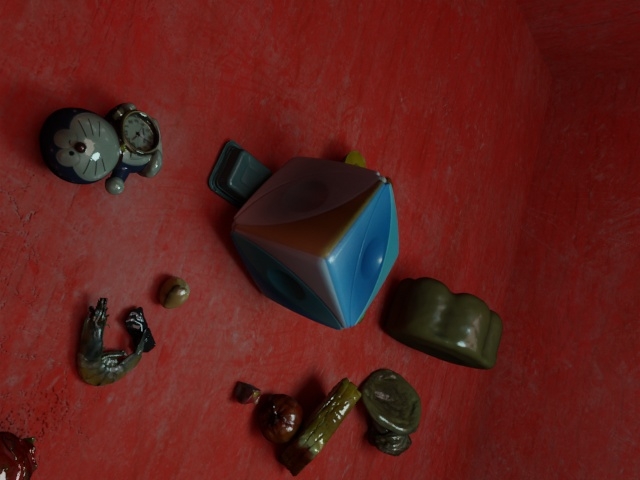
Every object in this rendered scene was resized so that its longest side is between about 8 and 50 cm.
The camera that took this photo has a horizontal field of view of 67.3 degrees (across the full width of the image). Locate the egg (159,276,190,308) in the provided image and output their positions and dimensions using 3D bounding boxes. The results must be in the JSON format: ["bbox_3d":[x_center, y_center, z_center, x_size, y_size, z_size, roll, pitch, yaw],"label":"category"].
[{"bbox_3d":[-0.375,0.136,1.230,0.083,0.071,0.071,-51,131,-12],"label":"egg"}]

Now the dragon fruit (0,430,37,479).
[{"bbox_3d":[-0.644,0.447,0.905,0.209,0.172,0.173,23,78,-55],"label":"dragon fruit"}]

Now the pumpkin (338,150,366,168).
[{"bbox_3d":[0.083,-0.199,1.679,0.217,0.110,0.218,3,87,-59],"label":"pumpkin"}]

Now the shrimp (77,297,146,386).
[{"bbox_3d":[-0.484,0.235,1.123,0.150,0.051,0.217,1,104,-37],"label":"shrimp"}]

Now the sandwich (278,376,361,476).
[{"bbox_3d":[0.007,0.610,1.596,0.099,0.271,0.301,42,52,9],"label":"sandwich"}]

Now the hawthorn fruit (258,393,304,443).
[{"bbox_3d":[-0.116,0.566,1.529,0.172,0.148,0.148,42,64,-60],"label":"hawthorn fruit"}]

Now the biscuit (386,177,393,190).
[{"bbox_3d":[0.246,-0.201,1.910,0.130,0.019,0.102,-19,109,-46],"label":"biscuit"}]

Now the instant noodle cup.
[{"bbox_3d":[-0.216,-0.178,1.367,0.179,0.070,0.157,37,70,-45],"label":"instant noodle cup"}]

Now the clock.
[{"bbox_3d":[-0.466,-0.197,1.031,0.243,0.146,0.200,-10,97,-51],"label":"clock"}]

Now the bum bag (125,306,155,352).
[{"bbox_3d":[-0.446,0.225,1.188,0.058,0.034,0.125,-39,123,-45],"label":"bum bag"}]

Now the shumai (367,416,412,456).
[{"bbox_3d":[0.297,0.769,1.970,0.218,0.183,0.186,35,71,-51],"label":"shumai"}]

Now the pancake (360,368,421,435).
[{"bbox_3d":[0.296,0.641,1.934,0.294,0.294,0.049,-7,140,-47],"label":"pancake"}]

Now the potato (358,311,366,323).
[{"bbox_3d":[0.102,0.225,1.773,0.119,0.054,0.198,-44,123,-4],"label":"potato"}]

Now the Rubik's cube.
[{"bbox_3d":[0.000,0.000,1.377,0.352,0.347,0.352,-53,145,-27],"label":"Rubik's cube"}]

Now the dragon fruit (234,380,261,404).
[{"bbox_3d":[-0.217,0.463,1.440,0.056,0.083,0.060,41,67,-48],"label":"dragon fruit"}]

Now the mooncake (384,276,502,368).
[{"bbox_3d":[0.503,0.339,1.959,0.467,0.466,0.262,39,70,-43],"label":"mooncake"}]
